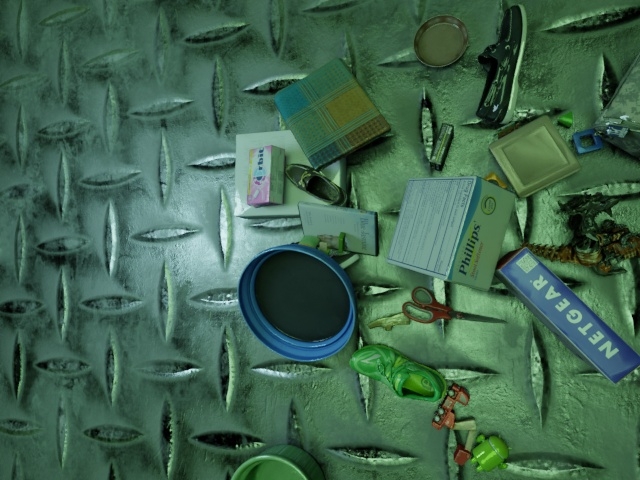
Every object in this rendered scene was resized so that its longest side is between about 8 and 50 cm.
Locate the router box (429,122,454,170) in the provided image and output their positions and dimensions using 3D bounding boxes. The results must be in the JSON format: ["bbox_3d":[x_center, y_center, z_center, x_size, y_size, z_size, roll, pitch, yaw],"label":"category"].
[{"bbox_3d":[0.368,-0.281,1.274,0.038,0.092,0.123,19,91,18],"label":"router box"}]

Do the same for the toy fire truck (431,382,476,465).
[{"bbox_3d":[0.402,0.532,1.226,0.135,0.047,0.192,29,94,17],"label":"toy fire truck"}]

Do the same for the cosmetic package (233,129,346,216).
[{"bbox_3d":[-0.102,-0.220,1.415,0.376,0.097,0.285,0,84,17],"label":"cosmetic package"}]

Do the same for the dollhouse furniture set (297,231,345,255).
[{"bbox_3d":[0.000,0.000,1.323,0.151,0.076,0.059,9,126,15],"label":"dollhouse furniture set"}]

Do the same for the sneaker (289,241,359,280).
[{"bbox_3d":[-0.027,0.058,1.364,0.295,0.104,0.147,-21,85,19],"label":"sneaker"}]

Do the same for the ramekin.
[{"bbox_3d":[-0.125,0.803,1.318,0.302,0.148,0.304,-1,85,17],"label":"ramekin"}]

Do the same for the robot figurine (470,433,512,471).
[{"bbox_3d":[0.479,0.602,1.186,0.115,0.067,0.101,-44,63,10],"label":"robot figurine"}]

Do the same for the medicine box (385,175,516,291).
[{"bbox_3d":[0.342,-0.027,1.151,0.149,0.289,0.264,16,90,-24],"label":"medicine box"}]

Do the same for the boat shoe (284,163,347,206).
[{"bbox_3d":[-0.022,-0.180,1.303,0.227,0.068,0.081,31,96,16],"label":"boat shoe"}]

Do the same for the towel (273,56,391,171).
[{"bbox_3d":[0.026,-0.408,1.342,0.271,0.040,0.370,-29,61,2],"label":"towel"}]

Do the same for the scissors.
[{"bbox_3d":[0.394,0.230,1.253,0.296,0.021,0.109,22,68,15],"label":"scissors"}]

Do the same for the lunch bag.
[{"bbox_3d":[0.882,-0.353,1.056,0.255,0.212,0.305,30,96,17],"label":"lunch bag"}]

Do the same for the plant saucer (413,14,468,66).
[{"bbox_3d":[0.380,-0.626,1.329,0.168,0.029,0.169,-2,85,18],"label":"plant saucer"}]

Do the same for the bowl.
[{"bbox_3d":[-0.071,0.192,1.314,0.390,0.077,0.392,7,113,17],"label":"bowl"}]

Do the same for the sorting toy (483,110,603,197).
[{"bbox_3d":[0.614,-0.239,1.219,0.347,0.047,0.196,-28,72,12],"label":"sorting toy"}]

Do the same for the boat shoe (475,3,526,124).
[{"bbox_3d":[0.516,-0.516,1.228,0.112,0.127,0.341,6,97,6],"label":"boat shoe"}]

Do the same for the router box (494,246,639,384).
[{"bbox_3d":[0.591,0.170,1.062,0.082,0.301,0.335,-44,76,10],"label":"router box"}]

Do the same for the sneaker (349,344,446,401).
[{"bbox_3d":[0.228,0.393,1.251,0.295,0.123,0.110,15,91,18],"label":"sneaker"}]

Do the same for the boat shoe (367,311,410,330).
[{"bbox_3d":[0.213,0.258,1.304,0.135,0.050,0.045,-19,75,15],"label":"boat shoe"}]

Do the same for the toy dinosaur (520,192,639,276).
[{"bbox_3d":[0.724,-0.005,1.121,0.321,0.164,0.219,-10,99,-5],"label":"toy dinosaur"}]

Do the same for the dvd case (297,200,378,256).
[{"bbox_3d":[0.058,-0.035,1.324,0.252,0.181,0.022,9,47,18],"label":"dvd case"}]

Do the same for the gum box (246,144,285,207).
[{"bbox_3d":[-0.174,-0.197,1.337,0.107,0.062,0.189,0,86,41],"label":"gum box"}]

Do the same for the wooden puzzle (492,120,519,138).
[{"bbox_3d":[0.550,-0.326,1.242,0.083,0.049,0.006,-27,65,14],"label":"wooden puzzle"}]
